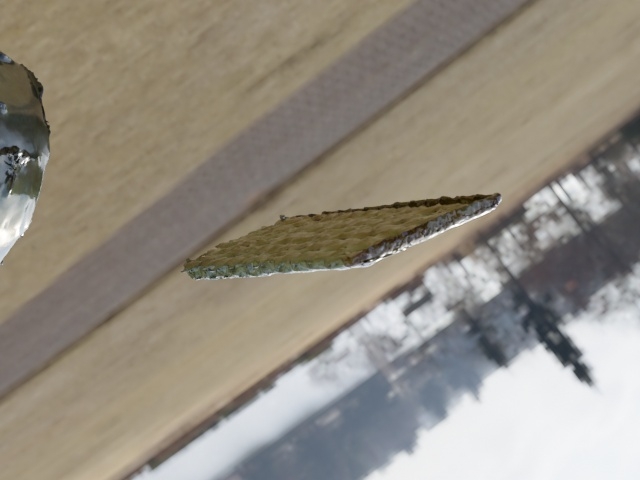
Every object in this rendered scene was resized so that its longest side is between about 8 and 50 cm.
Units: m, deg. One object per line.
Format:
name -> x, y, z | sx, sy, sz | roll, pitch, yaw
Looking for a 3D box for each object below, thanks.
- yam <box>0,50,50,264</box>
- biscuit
yam -> -0.258, -0.036, 0.572 | 0.168, 0.168, 0.304 | -39, 168, 20
biscuit -> 0.000, -0.001, 0.848 | 0.144, 0.016, 0.203 | -23, -168, -42
